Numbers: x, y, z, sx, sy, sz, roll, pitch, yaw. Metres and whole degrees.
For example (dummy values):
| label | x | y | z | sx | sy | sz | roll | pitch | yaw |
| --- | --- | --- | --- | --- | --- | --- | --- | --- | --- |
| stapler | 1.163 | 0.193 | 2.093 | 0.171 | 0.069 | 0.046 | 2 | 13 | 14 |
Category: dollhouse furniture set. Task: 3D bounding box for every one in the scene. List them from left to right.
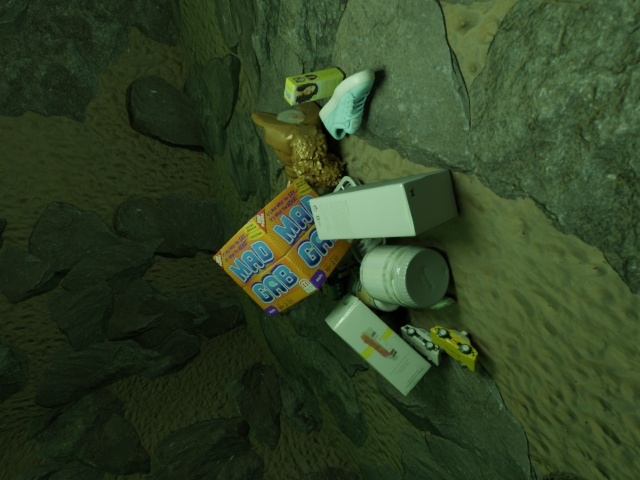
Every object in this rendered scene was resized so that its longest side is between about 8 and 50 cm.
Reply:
| label | x | y | z | sx | sy | sz | roll | pitch | yaw |
| --- | --- | --- | --- | --- | --- | --- | --- | --- | --- |
| dollhouse furniture set | 0.132 | 0.172 | 1.937 | 0.091 | 0.114 | 0.081 | -11 | 104 | 61 |

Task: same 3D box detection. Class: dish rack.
| label | x | y | z | sx | sy | sz | roll | pitch | yaw |
| --- | --- | --- | --- | --- | --- | --- | --- | --- | --- |
| dish rack | 0.166 | -0.087 | 1.720 | 0.332 | 0.073 | 0.285 | 62 | 152 | 13 |

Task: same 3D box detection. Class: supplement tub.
| label | x | y | z | sx | sy | sz | roll | pitch | yaw |
| --- | --- | --- | --- | --- | --- | --- | --- | --- | --- |
| supplement tub | 0.239 | 0.219 | 1.728 | 0.200 | 0.145 | 0.144 | -2 | 108 | 62 |

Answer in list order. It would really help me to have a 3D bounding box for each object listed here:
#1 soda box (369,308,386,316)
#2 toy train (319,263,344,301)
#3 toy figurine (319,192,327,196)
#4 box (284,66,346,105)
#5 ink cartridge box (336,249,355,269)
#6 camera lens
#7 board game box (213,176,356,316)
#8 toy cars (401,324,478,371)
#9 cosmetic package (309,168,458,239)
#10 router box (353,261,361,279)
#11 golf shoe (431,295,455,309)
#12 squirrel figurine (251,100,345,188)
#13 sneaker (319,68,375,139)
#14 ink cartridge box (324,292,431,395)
| label | x | y | z | sx | sy | sz | roll | pitch | yaw |
| --- | --- | --- | --- | --- | --- | --- | --- | --- | --- |
| soda box | 0.257 | 0.324 | 1.876 | 0.060 | 0.053 | 0.169 | 62 | 154 | 11 |
| toy train | 0.034 | 0.184 | 2.067 | 0.190 | 0.142 | 0.333 | 40 | 157 | 33 |
| toy figurine | -0.048 | -0.125 | 1.940 | 0.148 | 0.213 | 0.210 | 62 | 161 | -17 |
| box | -0.019 | -0.573 | 1.518 | 0.058 | 0.233 | 0.087 | 52 | 151 | 25 |
| ink cartridge box | 0.082 | 0.048 | 1.946 | 0.180 | 0.104 | 0.060 | 50 | 146 | 32 |
| camera lens | 0.290 | 0.124 | 1.470 | 0.274 | 0.220 | 0.219 | 1 | 110 | 62 |
| board game box | -0.144 | 0.031 | 1.703 | 0.356 | 0.356 | 0.357 | 47 | 135 | -7 |
| toy cars | 0.448 | 0.379 | 1.524 | 0.176 | 0.087 | 0.394 | 56 | 159 | -2 |
| cosmetic package | 0.195 | -0.111 | 1.382 | 0.454 | 0.230 | 0.161 | -3 | 105 | 53 |
| router box | 0.202 | 0.163 | 1.878 | 0.092 | 0.038 | 0.122 | 9 | 117 | 60 |
| golf shoe | 0.409 | 0.202 | 1.486 | 0.176 | 0.069 | 0.085 | -11 | 94 | 63 |
| squirrel figurine | -0.081 | -0.354 | 1.777 | 0.397 | 0.281 | 0.370 | 50 | 155 | 38 |
| sneaker | 0.118 | -0.475 | 1.473 | 0.150 | 0.135 | 0.366 | 61 | 163 | -2 |
| ink cartridge box | 0.216 | 0.411 | 1.668 | 0.385 | 0.160 | 0.279 | 44 | 173 | -3 |
